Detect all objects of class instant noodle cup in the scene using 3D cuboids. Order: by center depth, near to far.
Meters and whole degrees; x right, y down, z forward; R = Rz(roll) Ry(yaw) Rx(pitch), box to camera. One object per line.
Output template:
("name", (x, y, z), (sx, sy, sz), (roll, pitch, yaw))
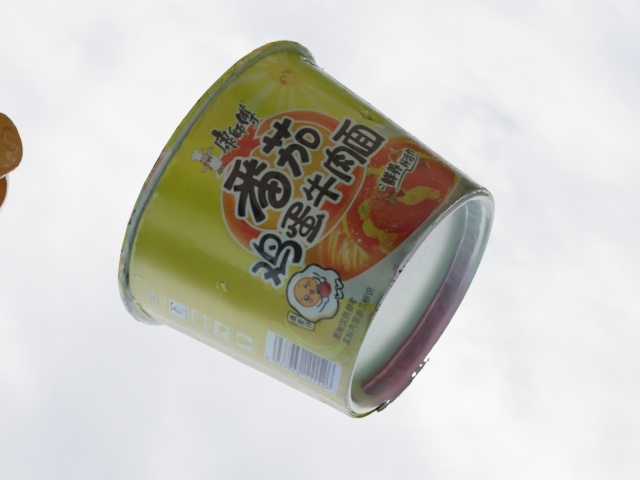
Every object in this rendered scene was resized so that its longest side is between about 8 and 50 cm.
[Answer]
("instant noodle cup", (0.000, 0.000, 1.344), (0.200, 0.264, 0.264), (30, -154, 20))

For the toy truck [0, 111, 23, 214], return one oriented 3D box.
("toy truck", (-0.299, -0.088, 1.048), (0.239, 0.189, 0.265), (-23, -83, -68))
